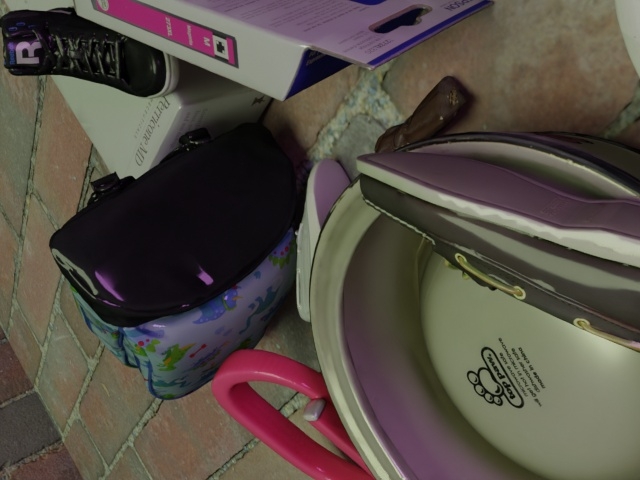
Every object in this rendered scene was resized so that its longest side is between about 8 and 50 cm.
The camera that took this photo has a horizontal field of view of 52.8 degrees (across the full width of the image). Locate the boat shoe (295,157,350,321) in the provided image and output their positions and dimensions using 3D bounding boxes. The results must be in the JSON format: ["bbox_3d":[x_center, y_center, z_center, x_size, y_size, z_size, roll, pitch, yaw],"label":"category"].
[{"bbox_3d":[0.000,0.000,0.705,0.063,0.066,0.184,-24,63,42],"label":"boat shoe"}]

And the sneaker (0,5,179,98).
[{"bbox_3d":[-0.252,-0.188,0.663,0.216,0.121,0.079,27,125,35],"label":"sneaker"}]

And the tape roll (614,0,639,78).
[{"bbox_3d":[0.282,-0.142,0.277,0.246,0.169,0.246,26,128,39],"label":"tape roll"}]

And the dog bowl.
[{"bbox_3d":[0.181,0.097,0.530,0.407,0.150,0.408,25,127,39],"label":"dog bowl"}]

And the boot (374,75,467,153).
[{"bbox_3d":[0.087,-0.088,0.595,0.114,0.037,0.107,-34,38,50],"label":"boot"}]

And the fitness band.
[{"bbox_3d":[-0.010,0.242,0.810,0.291,0.054,0.209,47,144,-22],"label":"fitness band"}]

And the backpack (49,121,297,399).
[{"bbox_3d":[-0.174,0.055,0.824,0.273,0.290,0.355,55,149,-3],"label":"backpack"}]

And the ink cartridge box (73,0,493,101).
[{"bbox_3d":[-0.051,-0.215,0.592,0.370,0.175,0.069,27,136,31],"label":"ink cartridge box"}]

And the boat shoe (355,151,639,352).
[{"bbox_3d":[0.111,0.001,0.376,0.227,0.081,0.069,23,121,37],"label":"boat shoe"}]

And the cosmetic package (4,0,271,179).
[{"bbox_3d":[-0.244,-0.263,0.826,0.385,0.156,0.217,56,138,14],"label":"cosmetic package"}]
